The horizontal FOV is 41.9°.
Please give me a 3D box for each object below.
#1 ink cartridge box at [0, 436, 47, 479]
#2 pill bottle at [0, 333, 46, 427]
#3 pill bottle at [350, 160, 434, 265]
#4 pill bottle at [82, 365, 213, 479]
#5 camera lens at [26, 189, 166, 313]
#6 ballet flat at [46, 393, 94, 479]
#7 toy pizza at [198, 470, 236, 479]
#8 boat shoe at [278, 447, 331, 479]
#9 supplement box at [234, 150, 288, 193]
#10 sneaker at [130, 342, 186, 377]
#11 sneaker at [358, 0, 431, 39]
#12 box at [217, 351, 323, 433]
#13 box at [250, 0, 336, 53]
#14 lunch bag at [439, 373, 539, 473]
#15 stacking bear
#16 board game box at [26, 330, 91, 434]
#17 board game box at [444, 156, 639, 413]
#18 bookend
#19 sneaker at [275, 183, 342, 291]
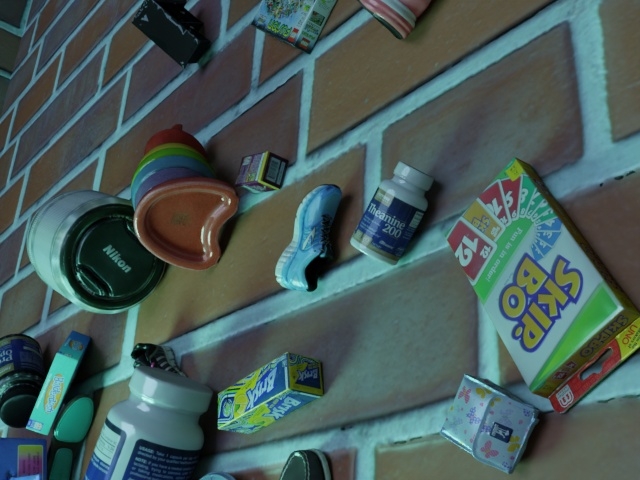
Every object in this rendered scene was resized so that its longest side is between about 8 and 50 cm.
[{"bbox_3d":[-0.637,0.542,1.611,0.395,0.151,0.269,-39,51,48],"label":"ink cartridge box"},{"bbox_3d":[-0.684,0.319,1.895,0.122,0.123,0.219,-59,34,14],"label":"pill bottle"},{"bbox_3d":[0.092,-0.035,1.039,0.120,0.067,0.067,-63,33,8],"label":"pill bottle"},{"bbox_3d":[-0.265,0.332,1.261,0.153,0.153,0.264,16,85,57],"label":"pill bottle"},{"bbox_3d":[-0.440,0.015,1.631,0.274,0.219,0.219,15,84,57],"label":"camera lens"},{"bbox_3d":[-0.504,0.394,1.646,0.074,0.074,0.203,10,83,56],"label":"ballet flat"},{"bbox_3d":[-0.150,0.423,1.155,0.201,0.032,0.201,-30,50,42],"label":"toy pizza"},{"bbox_3d":[-0.044,0.361,1.004,0.081,0.069,0.227,-12,62,52],"label":"boat shoe"},{"bbox_3d":[-0.098,-0.111,1.376,0.083,0.043,0.054,-3,70,54],"label":"supplement box"},{"bbox_3d":[-0.279,0.226,1.411,0.063,0.075,0.170,-59,34,14],"label":"sneaker"},{"bbox_3d":[0.096,-0.424,1.244,0.136,0.116,0.313,-43,46,17],"label":"sneaker"},{"bbox_3d":[-0.071,0.211,1.138,0.169,0.059,0.054,-36,47,39],"label":"box"},{"bbox_3d":[-0.049,-0.408,1.483,0.114,0.036,0.207,-62,34,9],"label":"box"},{"bbox_3d":[0.168,0.179,0.822,0.083,0.053,0.071,28,97,48],"label":"lunch bag"},{"bbox_3d":[-0.256,-0.105,1.500,0.289,0.164,0.175,-110,37,-55],"label":"stacking bear"},{"bbox_3d":[-0.526,0.283,1.692,0.210,0.047,0.160,-143,76,-80],"label":"board game box"},{"bbox_3d":[0.219,0.039,0.850,0.124,0.039,0.259,-51,39,26],"label":"board game box"},{"bbox_3d":[-0.296,-0.451,1.810,0.157,0.156,0.072,42,114,9],"label":"bookend"},{"bbox_3d":[0.000,0.000,1.175,0.073,0.063,0.162,24,96,39],"label":"sneaker"}]
